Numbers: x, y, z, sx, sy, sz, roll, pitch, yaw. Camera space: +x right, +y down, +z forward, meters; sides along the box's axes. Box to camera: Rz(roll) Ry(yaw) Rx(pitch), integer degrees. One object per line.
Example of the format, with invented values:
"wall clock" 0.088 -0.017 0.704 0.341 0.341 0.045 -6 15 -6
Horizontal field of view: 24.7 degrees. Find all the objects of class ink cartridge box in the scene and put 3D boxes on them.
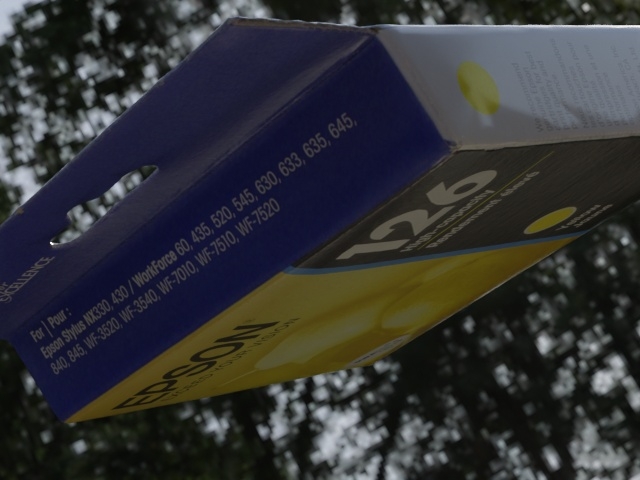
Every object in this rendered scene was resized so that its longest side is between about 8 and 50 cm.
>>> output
"ink cartridge box" 0.000 0.000 0.681 0.307 0.072 0.304 -10 -18 -44
